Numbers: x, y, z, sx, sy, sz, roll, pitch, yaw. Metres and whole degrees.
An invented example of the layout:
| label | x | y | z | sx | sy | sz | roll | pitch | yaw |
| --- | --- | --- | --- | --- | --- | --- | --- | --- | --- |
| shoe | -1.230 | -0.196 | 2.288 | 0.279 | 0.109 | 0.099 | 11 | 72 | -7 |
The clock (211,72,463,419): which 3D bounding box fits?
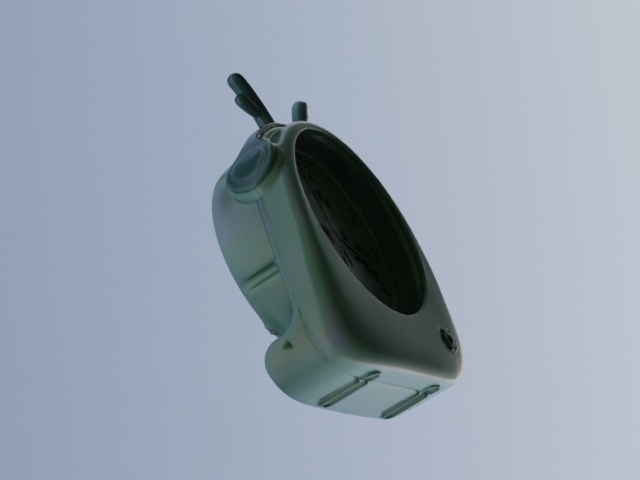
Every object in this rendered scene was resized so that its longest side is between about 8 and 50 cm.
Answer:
| label | x | y | z | sx | sy | sz | roll | pitch | yaw |
| --- | --- | --- | --- | --- | --- | --- | --- | --- | --- |
| clock | 0.000 | 0.000 | 1.084 | 0.159 | 0.066 | 0.211 | 22 | -139 | -57 |
